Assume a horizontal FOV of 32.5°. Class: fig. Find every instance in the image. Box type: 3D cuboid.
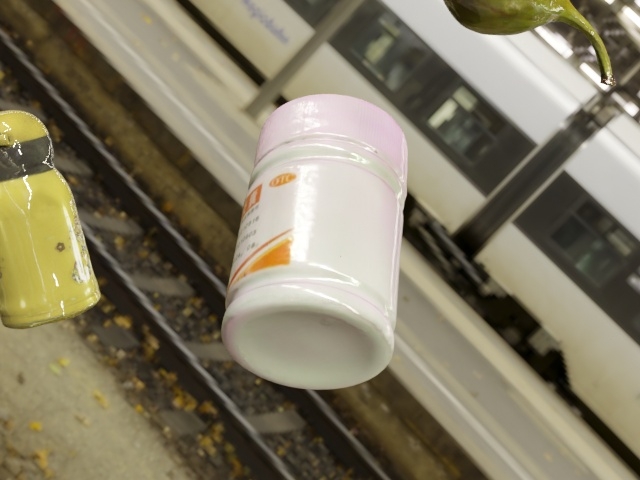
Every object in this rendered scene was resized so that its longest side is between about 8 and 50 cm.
[{"bbox_3d":[0.234,-0.243,1.160,0.236,0.124,0.124,32,11,-12],"label":"fig"}]

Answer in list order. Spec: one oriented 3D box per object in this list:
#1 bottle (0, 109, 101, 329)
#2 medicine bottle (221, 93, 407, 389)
[{"bbox_3d":[-0.487,-0.043,1.825,0.171,0.172,0.351,-82,161,-79],"label":"bottle"},{"bbox_3d":[0.000,0.000,1.333,0.202,0.202,0.315,38,43,-33],"label":"medicine bottle"}]
